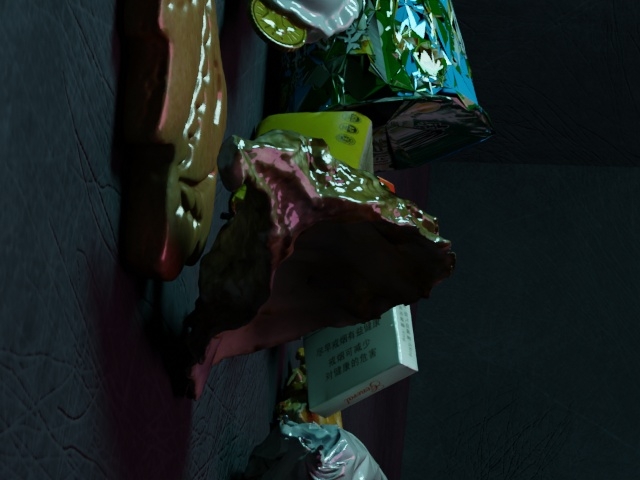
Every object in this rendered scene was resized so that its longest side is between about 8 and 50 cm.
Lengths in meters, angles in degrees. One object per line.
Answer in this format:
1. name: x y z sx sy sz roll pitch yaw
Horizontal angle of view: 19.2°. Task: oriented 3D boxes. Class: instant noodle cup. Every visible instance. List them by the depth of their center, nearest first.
1. instant noodle cup: 0.053 -0.188 1.988 0.240 0.240 0.178 69 14 -73

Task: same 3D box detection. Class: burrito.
1. burrito: -0.005 0.247 1.901 0.445 0.139 0.101 69 8 -74

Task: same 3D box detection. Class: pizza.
1. pizza: -0.019 0.207 2.127 0.199 0.062 0.188 43 37 -73

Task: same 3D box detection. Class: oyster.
1. oyster: -0.005 0.011 1.432 0.396 0.204 0.111 112 -38 -63

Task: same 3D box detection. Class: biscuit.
1. biscuit: -0.103 -0.122 1.376 0.284 0.043 0.306 -78 168 -56

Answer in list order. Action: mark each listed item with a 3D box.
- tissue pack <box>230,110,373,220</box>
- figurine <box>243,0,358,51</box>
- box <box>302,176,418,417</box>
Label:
1. tissue pack: -0.015 -0.053 1.816 0.169 0.120 0.082 -74 161 -58
2. figurine: -0.009 -0.273 1.751 0.271 0.143 0.143 -81 170 -55
3. box: 0.035 0.061 2.088 0.035 0.139 0.245 29 42 -39
